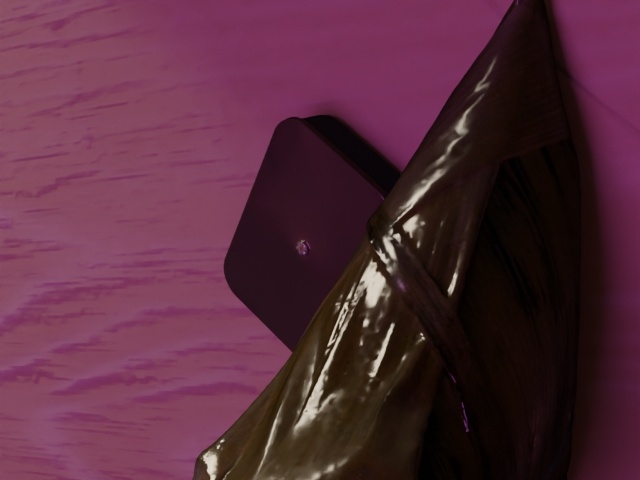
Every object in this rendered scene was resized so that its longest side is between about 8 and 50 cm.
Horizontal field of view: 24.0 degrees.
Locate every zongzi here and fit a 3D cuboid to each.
[{"bbox_3d":[0.035,0.046,0.635,0.125,0.251,0.274,16,116,22],"label":"zongzi"}]

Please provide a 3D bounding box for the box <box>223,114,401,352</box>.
[{"bbox_3d":[0.000,0.000,0.802,0.091,0.031,0.126,42,131,24],"label":"box"}]
